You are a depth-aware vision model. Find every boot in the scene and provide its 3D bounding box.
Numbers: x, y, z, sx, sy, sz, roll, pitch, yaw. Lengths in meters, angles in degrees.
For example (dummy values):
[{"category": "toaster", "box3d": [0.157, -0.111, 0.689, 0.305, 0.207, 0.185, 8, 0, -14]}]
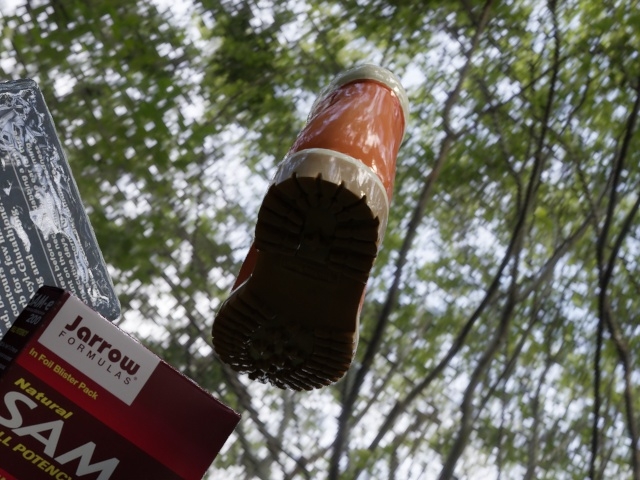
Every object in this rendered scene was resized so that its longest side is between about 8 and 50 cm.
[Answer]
[{"category": "boot", "box3d": [0.000, 0.000, 0.519, 0.059, 0.085, 0.158, 21, -41, -3]}]

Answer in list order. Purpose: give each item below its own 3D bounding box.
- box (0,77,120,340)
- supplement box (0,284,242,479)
[{"category": "box", "box3d": [-0.395, 0.045, 0.906, 0.293, 0.395, 0.212, -17, -86, 30]}, {"category": "supplement box", "box3d": [-0.166, 0.158, 0.692, 0.130, 0.239, 0.073, 38, -15, -18]}]
